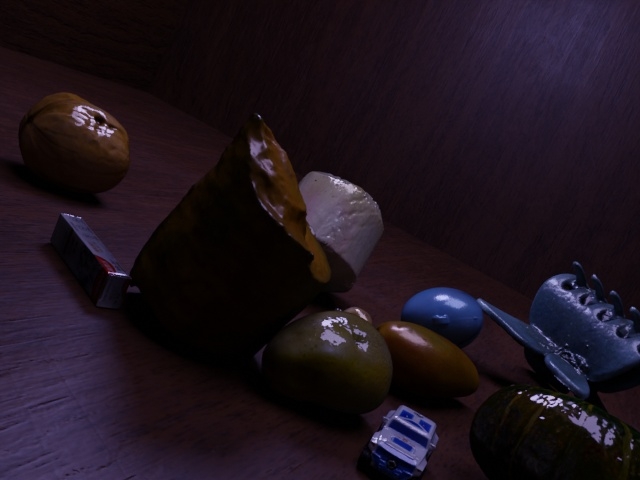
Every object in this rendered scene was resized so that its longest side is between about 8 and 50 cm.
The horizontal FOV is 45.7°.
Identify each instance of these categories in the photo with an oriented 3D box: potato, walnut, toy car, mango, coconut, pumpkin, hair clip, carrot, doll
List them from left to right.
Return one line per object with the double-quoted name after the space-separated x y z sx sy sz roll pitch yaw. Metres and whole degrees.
-0.487 -0.191 1.524 0.222 0.195 0.195 21 11 -37 "walnut"
-0.108 0.013 1.086 0.241 0.340 0.241 39 16 -14 "carrot"
0.000 0.000 1.641 0.239 0.244 0.239 27 -20 11 "coconut"
0.006 0.172 1.069 0.194 0.157 0.157 5 20 -30 "potato"
0.074 0.165 1.490 0.068 0.062 0.083 -1 46 -37 "potato"
0.112 0.266 1.005 0.080 0.070 0.171 28 11 14 "toy car"
0.192 0.221 1.335 0.253 0.113 0.138 28 3 -33 "mango"
0.271 0.177 1.685 0.177 0.141 0.314 -4 -8 11 "doll"
0.322 0.313 1.015 0.260 0.189 0.260 27 -13 7 "pumpkin"
0.589 0.224 1.714 0.392 0.238 0.318 44 3 -42 "hair clip"

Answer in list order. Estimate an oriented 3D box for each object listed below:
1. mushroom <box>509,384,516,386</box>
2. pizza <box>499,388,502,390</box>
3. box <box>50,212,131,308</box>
0.390 0.332 1.181 0.278 0.096 0.099 47 4 5 "mushroom"
0.412 0.344 1.355 0.288 0.074 0.251 26 10 -7 "pizza"
-0.344 0.027 1.128 0.040 0.055 0.218 15 14 -42 "box"
